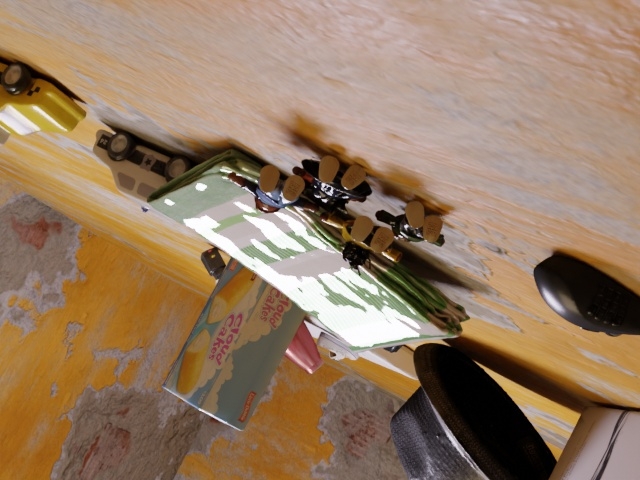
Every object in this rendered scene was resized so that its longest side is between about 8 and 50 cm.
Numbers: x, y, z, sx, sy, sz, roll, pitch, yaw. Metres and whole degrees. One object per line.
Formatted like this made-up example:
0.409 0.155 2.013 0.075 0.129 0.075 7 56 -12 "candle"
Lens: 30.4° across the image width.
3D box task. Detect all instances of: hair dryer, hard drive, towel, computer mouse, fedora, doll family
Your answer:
-0.095 0.136 2.197 0.293 0.080 0.224 45 171 31 "hair dryer"
0.015 0.162 2.264 0.233 0.047 0.353 34 169 -35 "hard drive"
-0.021 0.023 1.310 0.324 0.038 0.248 35 157 -18 "towel"
0.267 0.082 0.969 0.242 0.041 0.071 30 171 -21 "computer mouse"
0.215 0.318 1.748 0.334 0.152 0.334 41 -161 -17 "fedora"
0.015 -0.027 1.029 0.193 0.076 0.111 33 176 -5 "doll family"

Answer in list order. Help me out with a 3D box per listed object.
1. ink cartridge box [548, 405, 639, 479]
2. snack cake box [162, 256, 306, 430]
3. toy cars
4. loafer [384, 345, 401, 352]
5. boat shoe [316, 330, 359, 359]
0.479 0.344 1.454 0.285 0.166 0.395 29 172 -4 "ink cartridge box"
-0.121 0.143 1.812 0.089 0.264 0.152 32 170 -28 "snack cake box"
-0.289 -0.112 1.408 0.393 0.087 0.176 29 172 -13 "toy cars"
0.086 0.088 1.497 0.078 0.076 0.223 31 168 10 "loafer"
0.030 0.204 2.183 0.100 0.035 0.035 35 169 -37 "boat shoe"
